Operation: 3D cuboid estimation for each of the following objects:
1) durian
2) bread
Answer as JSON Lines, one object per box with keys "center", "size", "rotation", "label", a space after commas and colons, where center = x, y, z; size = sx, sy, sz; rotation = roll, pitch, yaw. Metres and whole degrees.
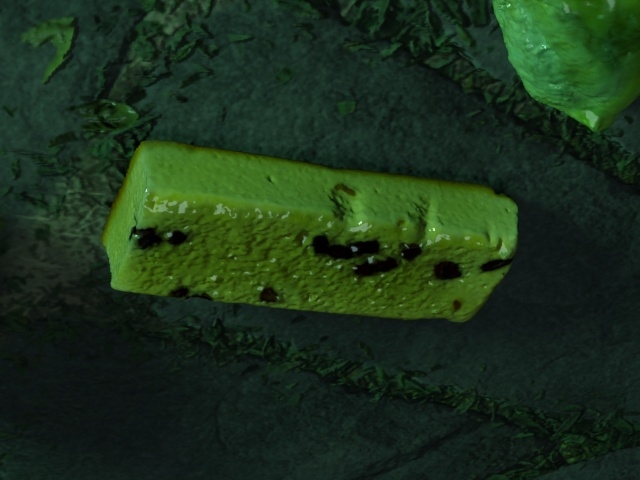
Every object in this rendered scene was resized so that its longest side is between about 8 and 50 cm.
{"center": [0.200, -0.185, 1.214], "size": [0.139, 0.101, 0.250], "rotation": [-14, 140, 5], "label": "durian"}
{"center": [0.000, 0.000, 1.405], "size": [0.361, 0.077, 0.138], "rotation": [7, 138, -20], "label": "bread"}
